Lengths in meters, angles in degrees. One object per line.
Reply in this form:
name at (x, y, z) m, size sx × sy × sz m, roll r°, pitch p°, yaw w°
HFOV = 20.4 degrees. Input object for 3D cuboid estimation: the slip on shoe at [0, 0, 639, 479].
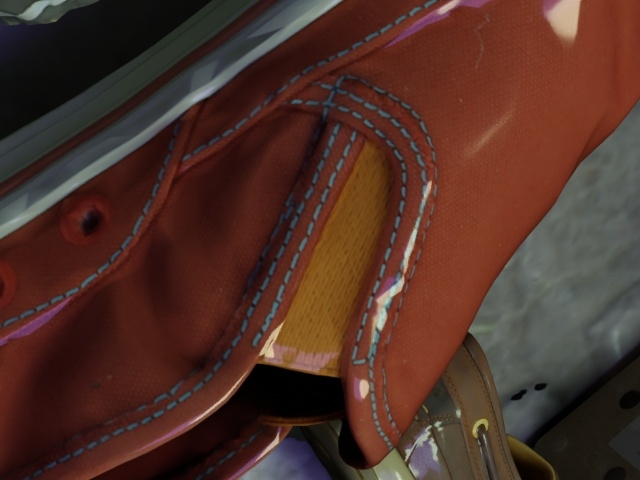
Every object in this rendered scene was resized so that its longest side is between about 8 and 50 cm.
slip on shoe at (0.000, 0.000, 0.403) m, size 0.331 × 0.101 × 0.123 m, roll -33°, pitch 164°, yaw -7°

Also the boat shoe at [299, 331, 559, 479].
boat shoe at (0.054, 0.095, 0.565) m, size 0.060 × 0.064 × 0.178 m, roll -36°, pitch 133°, yaw -6°

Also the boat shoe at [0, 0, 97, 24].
boat shoe at (0.040, -0.141, 0.349) m, size 0.305 × 0.109 × 0.091 m, roll -44°, pitch 132°, yaw -7°

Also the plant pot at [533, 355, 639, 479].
plant pot at (0.136, 0.093, 0.600) m, size 0.109 × 0.109 × 0.096 m, roll -38°, pitch 124°, yaw -5°
